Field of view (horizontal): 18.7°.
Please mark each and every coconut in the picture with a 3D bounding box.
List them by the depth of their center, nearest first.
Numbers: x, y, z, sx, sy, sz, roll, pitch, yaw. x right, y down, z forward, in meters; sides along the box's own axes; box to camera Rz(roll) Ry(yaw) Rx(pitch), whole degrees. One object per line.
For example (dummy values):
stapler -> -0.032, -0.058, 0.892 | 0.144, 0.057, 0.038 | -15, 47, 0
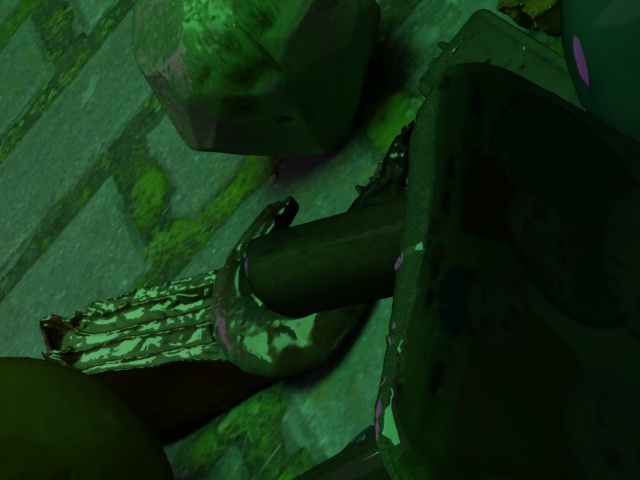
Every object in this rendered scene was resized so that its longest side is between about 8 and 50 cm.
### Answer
coconut -> -0.055, -0.176, 1.750 | 0.236, 0.236, 0.204 | -51, -6, 5

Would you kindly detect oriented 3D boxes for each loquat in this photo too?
loquat -> -0.245, 0.216, 1.541 | 0.263, 0.263, 0.263 | -36, 33, 28

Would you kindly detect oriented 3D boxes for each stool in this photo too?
stool -> 0.114, 0.108, 1.100 | 0.226, 0.310, 0.310 | -38, 30, 43

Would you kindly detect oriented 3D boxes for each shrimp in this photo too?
shrimp -> -0.001, -0.001, 1.596 | 0.143, 0.052, 0.251 | 25, 71, 33

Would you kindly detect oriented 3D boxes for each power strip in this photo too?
power strip -> 0.147, -0.123, 1.563 | 0.092, 0.034, 0.268 | -51, 29, 5

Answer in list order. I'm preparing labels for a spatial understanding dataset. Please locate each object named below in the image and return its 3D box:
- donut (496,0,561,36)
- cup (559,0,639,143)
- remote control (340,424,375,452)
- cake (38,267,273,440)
donut -> 0.195, -0.208, 1.577 | 0.097, 0.043, 0.108 | -50, 26, 3
cup -> 0.292, -0.168, 1.211 | 0.257, 0.219, 0.290 | -33, 32, 35
remote control -> 0.041, 0.189, 1.387 | 0.043, 0.027, 0.152 | -51, 26, 16
cake -> -0.113, 0.099, 1.664 | 0.287, 0.135, 0.098 | -16, 37, 20
